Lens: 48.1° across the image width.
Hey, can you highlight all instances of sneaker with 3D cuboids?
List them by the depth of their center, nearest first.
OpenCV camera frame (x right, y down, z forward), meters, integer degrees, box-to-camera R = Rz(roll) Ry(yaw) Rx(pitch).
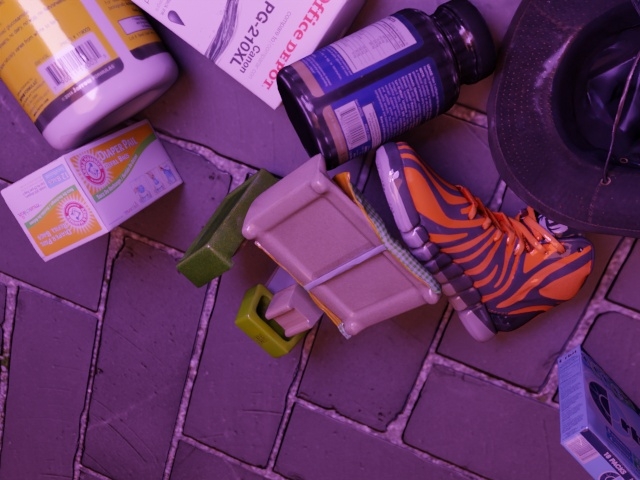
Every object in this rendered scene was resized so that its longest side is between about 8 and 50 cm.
[{"bbox_3d":[0.199,-0.022,0.829,0.180,0.124,0.321,-27,130,17],"label":"sneaker"}]

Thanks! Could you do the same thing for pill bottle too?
[{"bbox_3d":[0.073,-0.175,0.782,0.219,0.123,0.122,-27,104,-5],"label":"pill bottle"},{"bbox_3d":[-0.338,-0.292,0.866,0.188,0.188,0.333,-29,100,26],"label":"pill bottle"}]

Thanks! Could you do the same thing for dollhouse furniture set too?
[{"bbox_3d":[0.000,0.000,0.863,0.197,0.151,0.302,44,138,-15],"label":"dollhouse furniture set"}]

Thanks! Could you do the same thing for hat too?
[{"bbox_3d":[0.339,-0.150,0.717,0.331,0.134,0.331,-1,89,46],"label":"hat"}]

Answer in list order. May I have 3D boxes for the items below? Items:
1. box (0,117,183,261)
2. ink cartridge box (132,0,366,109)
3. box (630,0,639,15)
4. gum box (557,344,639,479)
[{"bbox_3d":[-0.288,-0.070,0.933,0.114,0.203,0.103,-22,104,24],"label":"box"},{"bbox_3d":[-0.084,-0.295,0.832,0.237,0.100,0.172,37,118,0],"label":"ink cartridge box"},{"bbox_3d":[0.271,-0.260,0.490,0.183,0.296,0.293,-31,55,27],"label":"box"},{"bbox_3d":[0.353,0.234,0.867,0.157,0.184,0.041,46,117,-5],"label":"gum box"}]
